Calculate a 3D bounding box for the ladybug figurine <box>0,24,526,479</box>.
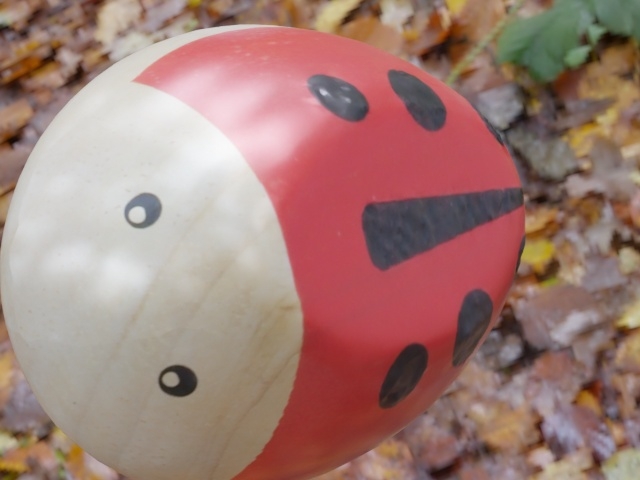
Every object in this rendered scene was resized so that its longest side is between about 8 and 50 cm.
[{"bbox_3d":[0.000,0.000,0.929,0.162,0.305,0.449,-11,7,38],"label":"ladybug figurine"}]
